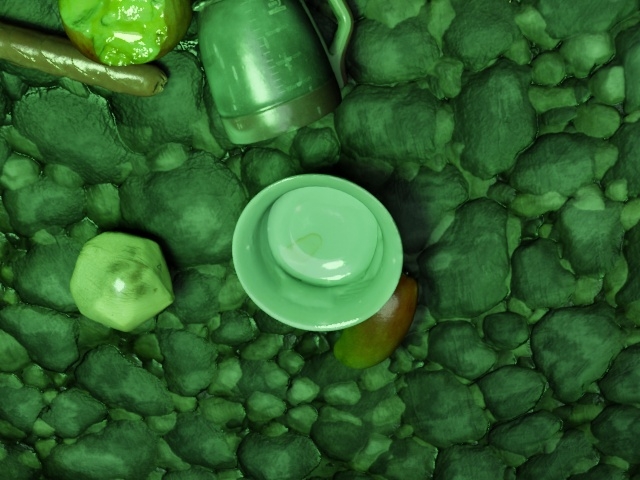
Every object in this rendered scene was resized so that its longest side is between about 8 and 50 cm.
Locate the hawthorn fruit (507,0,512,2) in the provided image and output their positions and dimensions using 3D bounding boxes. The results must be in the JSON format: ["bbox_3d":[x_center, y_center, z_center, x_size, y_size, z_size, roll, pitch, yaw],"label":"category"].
[{"bbox_3d":[0.303,-0.516,1.700,0.185,0.185,0.202,-21,119,13],"label":"hawthorn fruit"}]

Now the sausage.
[{"bbox_3d":[-0.515,-0.363,1.869,0.433,0.088,0.088,14,117,-4],"label":"sausage"}]

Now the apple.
[{"bbox_3d":[-0.360,-0.443,1.728,0.246,0.246,0.226,-12,115,9],"label":"apple"}]

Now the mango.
[{"bbox_3d":[0.123,0.181,2.098,0.146,0.129,0.289,18,124,2],"label":"mango"}]

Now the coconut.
[{"bbox_3d":[-0.416,0.087,2.035,0.224,0.224,0.224,1,117,2],"label":"coconut"}]

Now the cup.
[{"bbox_3d":[0.000,0.000,1.980,0.347,0.163,0.347,2,114,5],"label":"cup"}]

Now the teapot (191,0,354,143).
[{"bbox_3d":[-0.079,-0.381,1.783,0.315,0.233,0.312,-26,111,-17],"label":"teapot"}]
